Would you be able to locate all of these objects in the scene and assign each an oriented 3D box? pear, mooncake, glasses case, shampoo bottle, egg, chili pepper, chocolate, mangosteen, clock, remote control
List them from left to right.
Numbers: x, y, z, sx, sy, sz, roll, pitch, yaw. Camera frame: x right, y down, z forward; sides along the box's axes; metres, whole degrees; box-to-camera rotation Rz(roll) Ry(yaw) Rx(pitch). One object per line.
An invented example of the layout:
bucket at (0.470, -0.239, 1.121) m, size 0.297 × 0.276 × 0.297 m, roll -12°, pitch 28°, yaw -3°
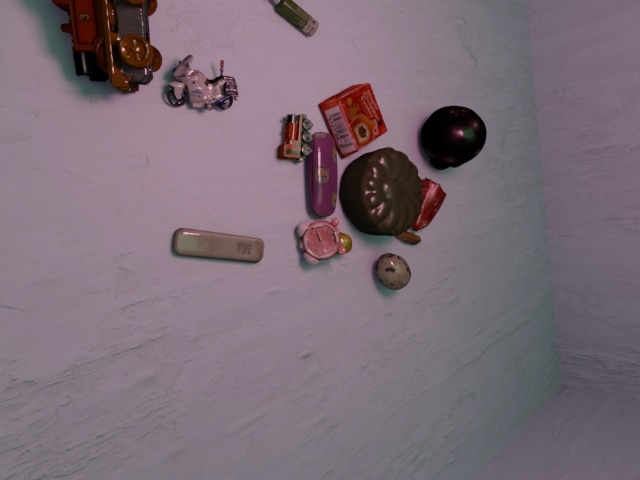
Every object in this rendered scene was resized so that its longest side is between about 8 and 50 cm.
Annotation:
remote control at (-0.314, 0.020, 1.306) m, size 0.310 × 0.038 × 0.090 m, roll 7°, pitch 87°, yaw -38°
shampoo bottle at (-0.099, -0.816, 1.458) m, size 0.204 × 0.065 × 0.065 m, roll 23°, pitch 76°, yaw -37°
clock at (0.000, 0.000, 1.507) m, size 0.162 × 0.093 × 0.166 m, roll -14°, pitch 94°, yaw -1°
glasses case at (0.010, -0.248, 1.537) m, size 0.123 × 0.076 × 0.316 m, roll -5°, pitch 95°, yaw -49°
pear at (0.076, 0.008, 1.596) m, size 0.092 × 0.092 × 0.097 m, roll -26°, pitch 90°, yaw -36°
chocolate at (0.141, -0.486, 1.628) m, size 0.235 × 0.108 × 0.237 m, roll -38°, pitch 112°, yaw -34°
mooncake at (0.260, -0.195, 1.671) m, size 0.356 × 0.194 × 0.356 m, roll 0°, pitch 90°, yaw -40°
egg at (0.307, 0.129, 1.743) m, size 0.141 × 0.141 × 0.181 m, roll -52°, pitch 121°, yaw -26°
chili pepper at (0.499, -0.154, 1.932) m, size 0.144 × 0.136 × 0.252 m, roll 50°, pitch 62°, yaw -80°
mangosteen at (0.606, -0.473, 1.912) m, size 0.297 × 0.313 × 0.297 m, roll 16°, pitch 48°, yaw -18°

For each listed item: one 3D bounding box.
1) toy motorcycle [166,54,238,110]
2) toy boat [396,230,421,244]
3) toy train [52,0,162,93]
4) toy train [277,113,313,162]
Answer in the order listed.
toy motorcycle at (-0.355, -0.477, 1.239) m, size 0.221 × 0.102 × 0.150 m, roll -8°, pitch 116°, yaw -36°
toy boat at (0.405, -0.010, 1.881) m, size 0.149 × 0.049 × 0.047 m, roll 16°, pitch 50°, yaw -36°
toy train at (-0.534, -0.564, 1.024) m, size 0.232 × 0.163 × 0.369 m, roll -1°, pitch 106°, yaw -10°
toy train at (-0.091, -0.371, 1.465) m, size 0.118 × 0.074 × 0.175 m, roll 3°, pitch 90°, yaw -35°
